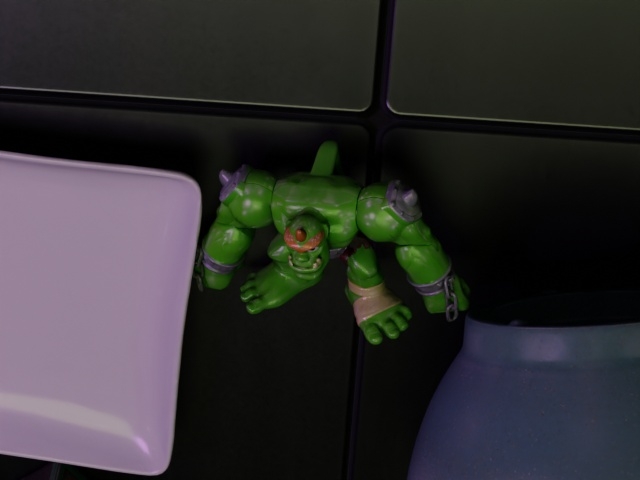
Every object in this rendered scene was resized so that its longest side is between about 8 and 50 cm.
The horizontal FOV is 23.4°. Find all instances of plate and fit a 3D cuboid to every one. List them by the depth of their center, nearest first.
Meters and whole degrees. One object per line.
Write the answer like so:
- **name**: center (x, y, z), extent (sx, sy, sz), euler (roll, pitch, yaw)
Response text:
- **plate**: center (-0.233, 0.041, 1.136), extent (0.278, 0.045, 0.277), euler (9, 122, -2)

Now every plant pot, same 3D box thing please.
- **plant pot**: center (0.194, 0.137, 1.067), extent (0.293, 0.293, 0.196), euler (-4, 96, 5)

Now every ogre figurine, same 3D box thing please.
- **ogre figurine**: center (0.000, 0.000, 1.075), extent (0.197, 0.097, 0.118), euler (22, 142, 27)

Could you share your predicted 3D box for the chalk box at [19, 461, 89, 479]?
- **chalk box**: center (-0.222, 0.315, 1.238), extent (0.289, 0.180, 0.179), euler (-30, 117, 21)
